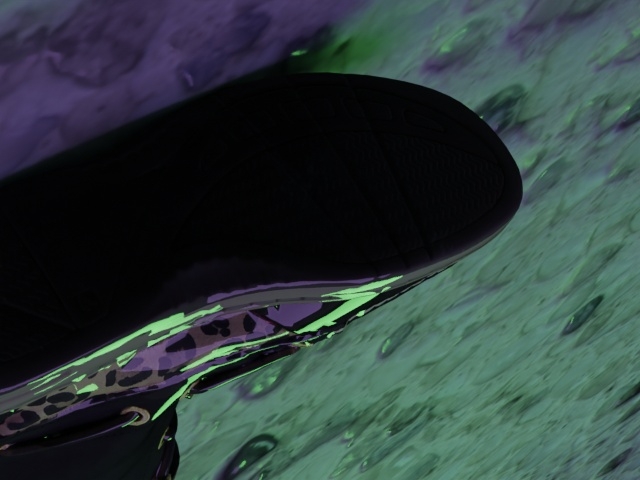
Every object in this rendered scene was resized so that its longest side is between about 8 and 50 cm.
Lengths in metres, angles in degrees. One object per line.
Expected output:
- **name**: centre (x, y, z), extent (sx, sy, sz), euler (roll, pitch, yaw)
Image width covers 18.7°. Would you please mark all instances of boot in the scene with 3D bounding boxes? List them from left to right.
- **boot**: centre (-0.085, 0.061, 1.098), extent (0.377, 0.138, 0.284), euler (-22, 155, -28)
